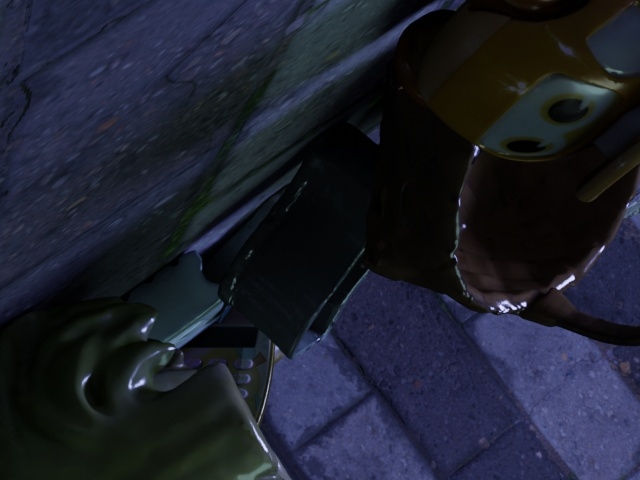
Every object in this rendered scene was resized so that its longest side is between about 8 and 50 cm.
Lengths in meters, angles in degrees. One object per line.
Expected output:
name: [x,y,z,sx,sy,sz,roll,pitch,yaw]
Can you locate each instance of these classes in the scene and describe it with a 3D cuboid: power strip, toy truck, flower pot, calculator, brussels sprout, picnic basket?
power strip: [-0.064,-0.013,2.019,0.080,0.029,0.227,-33,174,-41]
toy truck: [0.218,-0.168,1.445,0.288,0.211,0.204,-38,176,-32]
flower pot: [0.000,0.000,1.813,0.229,0.108,0.103,-56,167,18]
calculator: [-0.129,0.159,2.028,0.157,0.236,0.033,0,147,16]
brussels sprout: [-0.225,0.267,1.608,0.361,0.342,0.425,-43,167,-19]
picnic basket: [0.242,-0.050,1.670,0.337,0.337,0.293,-31,134,-54]

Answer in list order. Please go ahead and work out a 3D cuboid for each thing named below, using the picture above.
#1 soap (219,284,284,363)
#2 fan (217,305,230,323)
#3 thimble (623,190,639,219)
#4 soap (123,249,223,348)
soap: [-0.233,0.207,2.196,0.335,0.156,0.293,-34,173,-26]
fan: [-0.070,0.026,1.967,0.113,0.005,0.175,-55,179,-41]
thimble: [0.415,-0.155,2.778,0.271,0.271,0.150,-37,173,2]
soap: [-0.166,0.079,1.949,0.119,0.066,0.198,-34,176,-8]
